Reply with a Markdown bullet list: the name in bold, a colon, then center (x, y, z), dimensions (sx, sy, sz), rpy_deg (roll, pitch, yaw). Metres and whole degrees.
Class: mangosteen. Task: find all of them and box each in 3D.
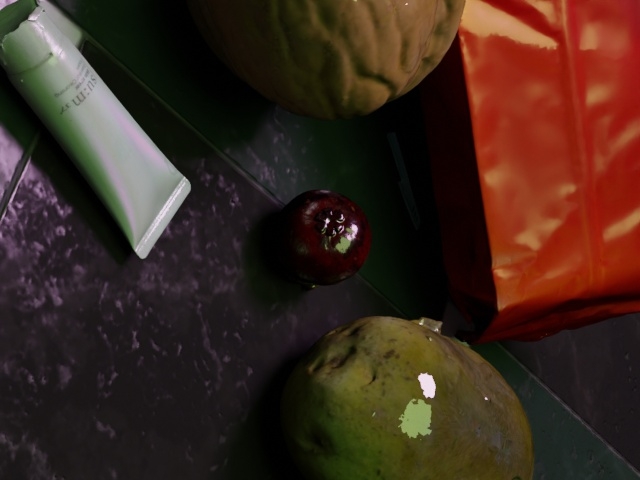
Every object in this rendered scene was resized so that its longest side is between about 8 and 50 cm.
- **mangosteen**: center (0.000, -0.002, 1.343), dimensions (0.081, 0.081, 0.081), rpy_deg (9, 77, -46)

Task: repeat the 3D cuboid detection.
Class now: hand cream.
- **hand cream**: center (-0.165, -0.082, 1.193), dimensions (0.205, 0.050, 0.078), rpy_deg (54, 49, -33)

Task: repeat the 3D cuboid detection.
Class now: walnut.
- **walnut**: center (0.002, -0.200, 1.278), dimensions (0.228, 0.228, 0.228), rpy_deg (9, 77, -46)

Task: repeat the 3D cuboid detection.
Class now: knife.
- **knife**: center (0.074, -0.053, 1.477), dimensions (0.014, 0.005, 0.091), rpy_deg (-30, 106, -47)

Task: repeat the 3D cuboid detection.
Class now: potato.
- **potato**: center (0.079, 0.160, 1.350), dimensions (0.228, 0.148, 0.197), rpy_deg (55, 34, -22)

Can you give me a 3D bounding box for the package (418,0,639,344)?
- **package**: center (0.187, -0.100, 1.434), dimensions (0.196, 0.123, 0.424), rpy_deg (-14, 108, -18)
